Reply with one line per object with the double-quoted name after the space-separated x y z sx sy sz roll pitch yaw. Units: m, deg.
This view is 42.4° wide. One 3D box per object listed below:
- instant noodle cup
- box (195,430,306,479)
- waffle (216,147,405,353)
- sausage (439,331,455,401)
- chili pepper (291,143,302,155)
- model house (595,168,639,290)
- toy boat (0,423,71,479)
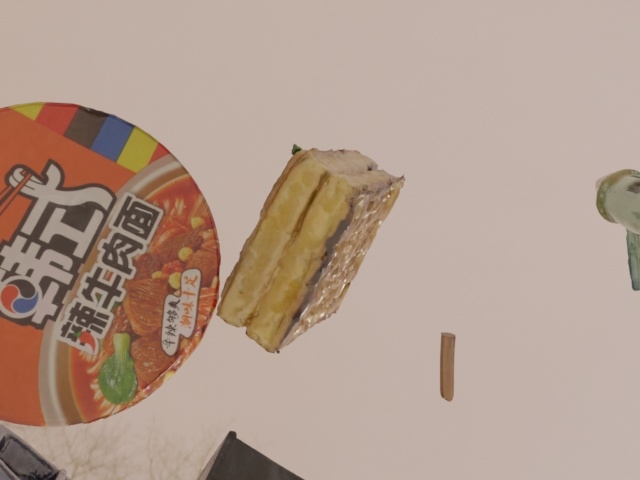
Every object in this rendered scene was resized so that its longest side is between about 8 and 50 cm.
-0.227 0.036 0.691 0.250 0.250 0.192 23 -24 -16 "instant noodle cup"
-0.182 0.560 1.452 0.204 0.251 0.345 32 -54 -2 "box"
-0.001 -0.001 0.964 0.091 0.308 0.212 29 -78 9 "waffle"
0.207 0.207 1.344 0.026 0.026 0.116 -2 -76 -4 "sausage"
-0.019 -0.107 1.206 0.022 0.083 0.027 -28 -22 -32 "chili pepper"
0.436 -0.034 0.906 0.267 0.325 0.194 -16 -72 -1 "model house"
-0.276 0.271 0.814 0.283 0.127 0.078 45 -94 -7 "toy boat"
